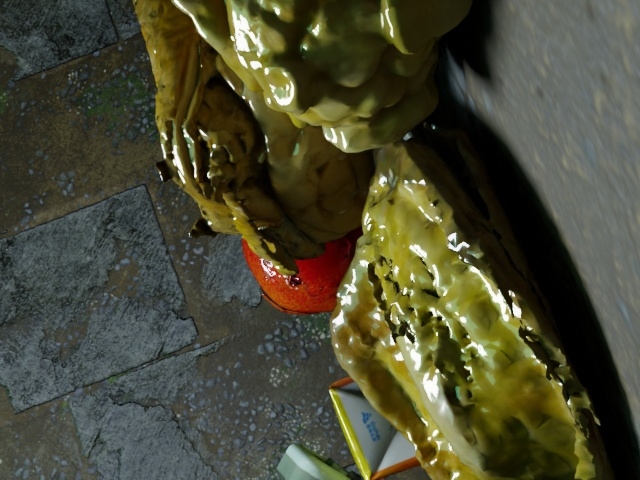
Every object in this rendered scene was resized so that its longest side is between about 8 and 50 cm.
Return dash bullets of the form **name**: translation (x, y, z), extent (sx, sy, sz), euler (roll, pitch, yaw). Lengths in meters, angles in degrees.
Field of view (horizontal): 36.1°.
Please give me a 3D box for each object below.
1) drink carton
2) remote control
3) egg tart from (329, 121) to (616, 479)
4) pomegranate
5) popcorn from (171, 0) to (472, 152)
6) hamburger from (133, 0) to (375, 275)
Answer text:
- **drink carton**: translation (0.102, 0.204, 1.153), extent (0.351, 0.154, 0.111), euler (74, 175, -78)
- **remote control**: translation (0.103, 0.333, 1.083), extent (0.335, 0.066, 0.128), euler (32, 174, -7)
- **egg tart**: translation (0.084, 0.075, 0.619), extent (0.297, 0.132, 0.297), euler (63, 177, 7)
- **pomegranate**: translation (0.000, 0.000, 1.314), extent (0.210, 0.210, 0.235), euler (69, -167, 8)
- **popcorn**: translation (-0.004, -0.138, 0.504), extent (0.163, 0.140, 0.194), euler (-97, -15, -73)
- **hamburger**: translation (-0.031, -0.124, 0.734), extent (0.318, 0.158, 0.319), euler (-14, -90, -78)
